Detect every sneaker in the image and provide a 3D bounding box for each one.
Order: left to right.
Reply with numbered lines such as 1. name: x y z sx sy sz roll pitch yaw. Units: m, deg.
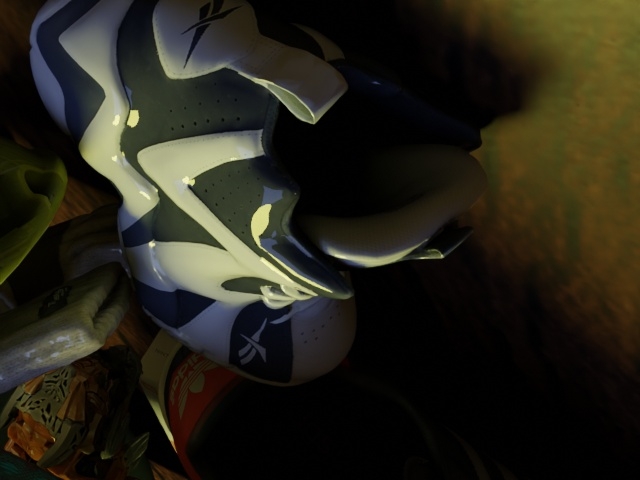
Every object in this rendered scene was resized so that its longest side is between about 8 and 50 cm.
1. sneaker: 0.000 0.000 0.503 0.153 0.094 0.235 25 148 37
2. sneaker: 0.064 0.165 0.671 0.350 0.131 0.148 33 -178 -5

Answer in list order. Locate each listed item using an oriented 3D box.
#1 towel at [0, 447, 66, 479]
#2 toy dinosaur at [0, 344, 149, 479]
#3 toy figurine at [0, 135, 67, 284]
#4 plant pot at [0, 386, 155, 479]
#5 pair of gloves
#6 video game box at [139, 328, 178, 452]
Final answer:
1. towel: -0.044 0.204 0.656 0.370 0.040 0.271 28 147 -17
2. toy dinosaur: -0.173 0.201 0.838 0.164 0.218 0.322 50 121 15
3. toy figurine: -0.260 -0.063 0.574 0.217 0.191 0.362 58 166 -18
4. plant pot: -0.259 0.217 1.077 0.272 0.271 0.255 23 142 18
5. pair of gloves: -0.174 0.048 0.614 0.240 0.204 0.042 -107 -5 -75
6. video game box: -0.023 0.153 0.905 0.187 0.048 0.205 26 157 20
